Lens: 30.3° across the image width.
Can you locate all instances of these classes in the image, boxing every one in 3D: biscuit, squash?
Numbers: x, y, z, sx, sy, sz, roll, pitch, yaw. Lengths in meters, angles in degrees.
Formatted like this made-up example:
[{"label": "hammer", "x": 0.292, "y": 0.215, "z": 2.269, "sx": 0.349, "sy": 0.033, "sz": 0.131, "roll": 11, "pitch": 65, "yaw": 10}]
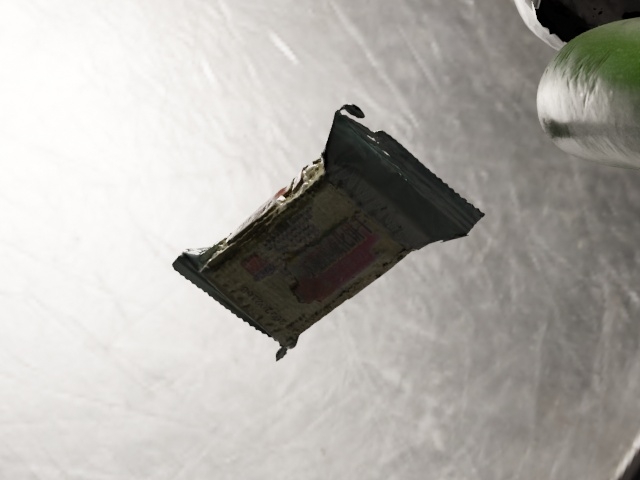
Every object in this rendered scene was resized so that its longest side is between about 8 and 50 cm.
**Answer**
[{"label": "biscuit", "x": -0.003, "y": -0.003, "z": 1.250, "sx": 0.186, "sy": 0.309, "sz": 0.079, "roll": 42, "pitch": 39, "yaw": -16}, {"label": "squash", "x": 0.174, "y": -0.074, "z": 0.606, "sx": 0.082, "sy": 0.082, "sz": 0.292, "roll": 5, "pitch": 7, "yaw": -9}]

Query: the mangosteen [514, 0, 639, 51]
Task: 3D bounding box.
[{"label": "mangosteen", "x": 0.276, "y": -0.255, "z": 0.897, "sx": 0.287, "sy": 0.233, "sz": 0.288, "roll": -7, "pitch": 52, "yaw": 9}]
